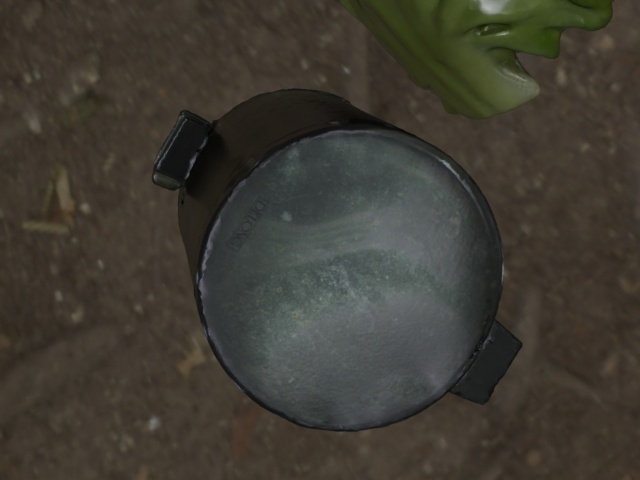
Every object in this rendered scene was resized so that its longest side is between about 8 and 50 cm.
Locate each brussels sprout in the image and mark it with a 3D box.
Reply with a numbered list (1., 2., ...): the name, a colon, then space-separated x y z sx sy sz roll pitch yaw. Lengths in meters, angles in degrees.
1. brussels sprout: 0.129 -0.370 1.379 0.361 0.425 0.342 32 144 -16

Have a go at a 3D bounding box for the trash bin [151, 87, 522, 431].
1. trash bin: 0.000 0.000 1.046 0.252 0.301 0.203 30 95 -14
